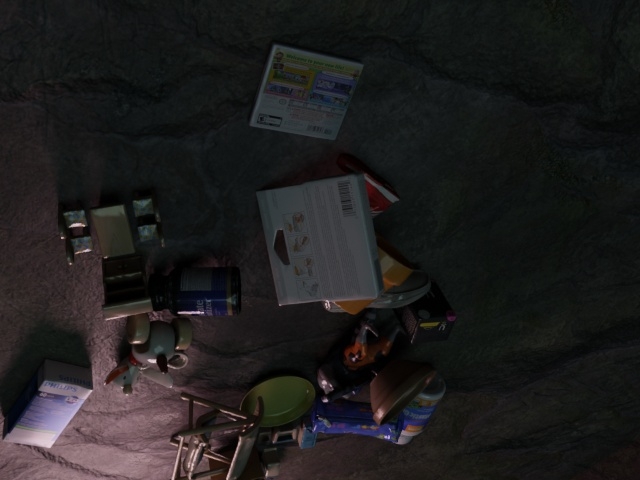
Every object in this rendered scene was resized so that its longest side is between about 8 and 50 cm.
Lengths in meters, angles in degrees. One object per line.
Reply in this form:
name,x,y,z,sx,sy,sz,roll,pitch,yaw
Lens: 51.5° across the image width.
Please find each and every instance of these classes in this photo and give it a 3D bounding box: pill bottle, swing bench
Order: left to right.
pill bottle,-0.309,0.127,1.644,0.220,0.122,0.122,-1,129,-3
swing bench,-0.312,0.601,1.989,0.255,0.165,0.253,8,126,-15
pill bottle,0.302,0.556,2.226,0.153,0.152,0.271,3,126,-23

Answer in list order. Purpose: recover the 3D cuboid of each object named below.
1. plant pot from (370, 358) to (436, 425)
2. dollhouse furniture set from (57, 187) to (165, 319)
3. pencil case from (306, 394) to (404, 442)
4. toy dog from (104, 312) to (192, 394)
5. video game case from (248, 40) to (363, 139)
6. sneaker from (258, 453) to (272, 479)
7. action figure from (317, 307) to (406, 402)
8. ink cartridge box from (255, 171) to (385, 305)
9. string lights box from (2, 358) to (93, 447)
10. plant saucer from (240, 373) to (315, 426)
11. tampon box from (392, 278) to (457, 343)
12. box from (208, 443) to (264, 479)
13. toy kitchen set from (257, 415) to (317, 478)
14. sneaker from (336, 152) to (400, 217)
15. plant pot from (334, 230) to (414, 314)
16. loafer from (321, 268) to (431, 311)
plant pot,0.228,0.435,1.990,0.237,0.110,0.237,-36,156,-19
dollhouse furniture set,-0.456,0.032,1.494,0.212,0.161,0.242,-10,131,-13
pencil case,0.113,0.569,2.114,0.307,0.133,0.119,5,87,5
toy dog,-0.439,0.317,1.695,0.220,0.160,0.333,-3,143,-16
video game case,-0.033,-0.323,1.457,0.213,0.023,0.193,6,126,-24
sneaker,-0.212,0.775,2.278,0.170,0.051,0.089,23,113,-38
action figure,0.120,0.353,2.027,0.330,0.178,0.341,-45,159,25
ink cartridge box,0.000,0.000,1.589,0.261,0.066,0.296,-7,100,24
string lights box,-0.734,0.443,1.785,0.133,0.076,0.259,24,116,-35
plant saucer,-0.136,0.495,2.085,0.241,0.037,0.240,-10,130,-12
tampon box,0.298,0.205,1.927,0.121,0.161,0.101,-3,129,-20
box,-0.272,0.732,2.127,0.165,0.201,0.021,-15,105,-10
toy kitchen set,-0.096,0.690,2.174,0.207,0.166,0.122,-4,129,-18
sneaker,0.090,-0.116,1.634,0.128,0.087,0.221,-45,128,16
plant pot,0.102,0.080,1.700,0.205,0.205,0.188,31,103,-37
loafer,0.158,0.126,1.842,0.320,0.112,0.111,-10,139,-12
